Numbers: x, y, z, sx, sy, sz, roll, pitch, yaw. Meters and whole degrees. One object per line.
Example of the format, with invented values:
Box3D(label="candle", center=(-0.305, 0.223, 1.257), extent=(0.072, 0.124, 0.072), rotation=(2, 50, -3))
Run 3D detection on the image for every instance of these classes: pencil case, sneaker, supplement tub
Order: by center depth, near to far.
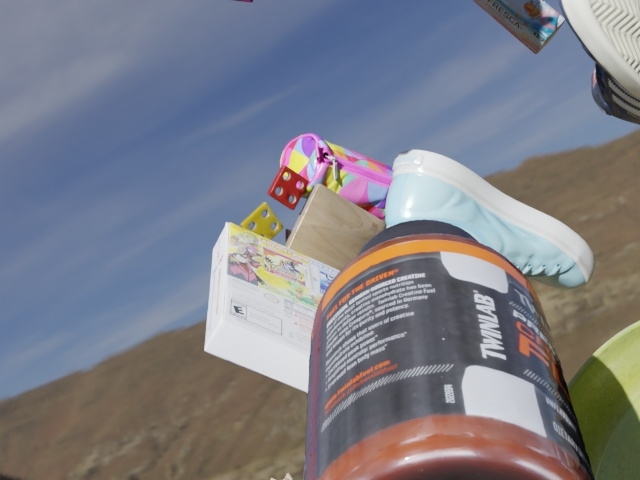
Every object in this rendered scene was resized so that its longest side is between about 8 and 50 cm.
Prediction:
Box3D(label="supplement tub", center=(0.046, 0.064, 0.461), extent=(0.106, 0.106, 0.198), rotation=(-24, 25, 13))
Box3D(label="sneaker", center=(0.329, -0.194, 1.224), extent=(0.350, 0.131, 0.148), rotation=(27, -13, -40))
Box3D(label="sneaker", center=(0.226, 0.017, 1.587), extent=(0.366, 0.150, 0.135), rotation=(26, -16, -26))
Box3D(label="pencil case", center=(0.048, -0.085, 1.717), extent=(0.236, 0.104, 0.104), rotation=(17, -33, -41))

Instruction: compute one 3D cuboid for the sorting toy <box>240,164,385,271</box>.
Box3D(label="sorting toy", center=(0.000, 0.000, 1.602), extent=(0.274, 0.132, 0.046), rotation=(29, -7, -34))

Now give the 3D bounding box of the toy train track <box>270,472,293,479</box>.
Box3D(label="toy train track", center=(-0.056, 0.367, 1.622), extent=(0.014, 0.048, 0.083), rotation=(-32, 27, 50))

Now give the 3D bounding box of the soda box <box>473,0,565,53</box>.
Box3D(label="soda box", center=(0.333, -0.412, 1.994), extent=(0.058, 0.183, 0.063), rotation=(-46, -6, -18))

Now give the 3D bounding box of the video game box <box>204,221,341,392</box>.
Box3D(label="video game box", center=(-0.014, 0.080, 1.149), extent=(0.048, 0.205, 0.187), rotation=(-57, 17, 27))

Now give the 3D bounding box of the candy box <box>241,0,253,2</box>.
Box3D(label="candy box", center=(-0.170, -0.452, 1.653), extent=(0.159, 0.071, 0.233), rotation=(7, -30, 2))

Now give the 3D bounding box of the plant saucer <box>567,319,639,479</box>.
Box3D(label="plant saucer", center=(0.209, 0.152, 0.581), extent=(0.037, 0.241, 0.241), rotation=(10, -26, -37))
